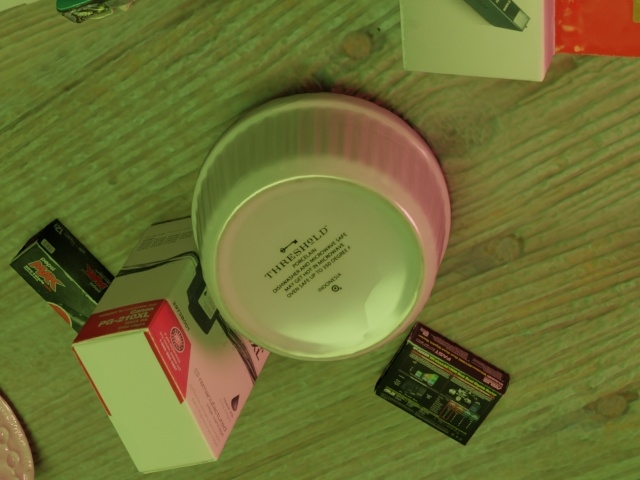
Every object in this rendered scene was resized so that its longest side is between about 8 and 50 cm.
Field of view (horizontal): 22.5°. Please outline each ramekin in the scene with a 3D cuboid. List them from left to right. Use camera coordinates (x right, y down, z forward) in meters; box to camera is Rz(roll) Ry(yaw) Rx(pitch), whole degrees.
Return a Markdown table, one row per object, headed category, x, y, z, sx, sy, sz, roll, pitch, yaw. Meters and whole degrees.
| category | x | y | z | sx | sy | sz | roll | pitch | yaw |
| --- | --- | --- | --- | --- | --- | --- | --- | --- | --- |
| ramekin | 0.000 | 0.000 | 1.616 | 0.272 | 0.127 | 0.273 | 0 | 119 | 1 |

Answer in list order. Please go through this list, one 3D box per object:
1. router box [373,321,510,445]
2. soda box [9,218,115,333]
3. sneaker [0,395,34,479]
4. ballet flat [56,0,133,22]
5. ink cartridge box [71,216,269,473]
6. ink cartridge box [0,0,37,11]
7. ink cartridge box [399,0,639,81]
| category | x | y | z | sx | sy | sz | roll | pitch | yaw |
| --- | --- | --- | --- | --- | --- | --- | --- | --- | --- |
| router box | 0.133 | 0.158 | 1.769 | 0.122 | 0.038 | 0.092 | 30 | 128 | -1 |
| soda box | -0.272 | 0.060 | 1.845 | 0.060 | 0.053 | 0.169 | -35 | 105 | 34 |
| sneaker | -0.528 | 0.229 | 2.020 | 0.236 | 0.130 | 0.323 | -16 | 120 | 39 |
| ballet flat | -0.214 | -0.247 | 1.635 | 0.114 | 0.041 | 0.041 | -14 | 116 | 28 |
| ink cartridge box | -0.148 | 0.104 | 1.714 | 0.100 | 0.237 | 0.172 | -13 | 116 | 24 |
| ink cartridge box | -0.264 | -0.304 | 1.596 | 0.180 | 0.060 | 0.104 | -13 | 117 | 27 |
| ink cartridge box | 0.198 | -0.287 | 1.435 | 0.261 | 0.066 | 0.296 | 6 | 123 | 18 |
